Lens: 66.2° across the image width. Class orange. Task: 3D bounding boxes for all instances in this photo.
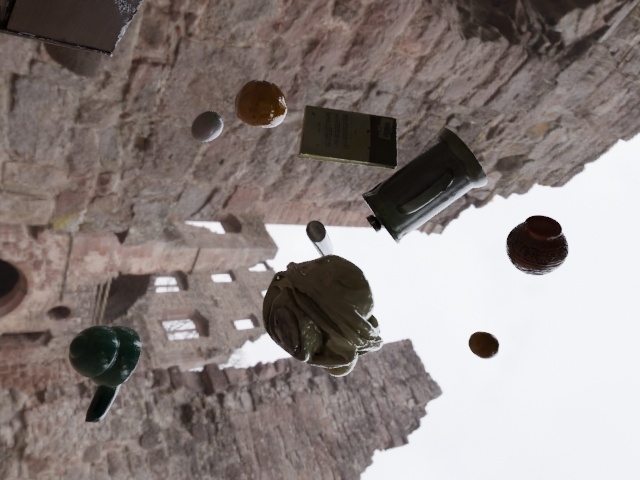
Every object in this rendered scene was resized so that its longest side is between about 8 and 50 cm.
[{"bbox_3d":[0.442,0.282,1.329,0.085,0.085,0.084,-1,-92,53],"label":"orange"},{"bbox_3d":[-0.176,-0.406,1.459,0.159,0.159,0.136,32,-57,48],"label":"orange"}]

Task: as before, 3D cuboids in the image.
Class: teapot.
[{"bbox_3d":[0.281,-0.137,1.389,0.337,0.270,0.200,-37,-81,8],"label":"teapot"}]

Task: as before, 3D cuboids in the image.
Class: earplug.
[{"bbox_3d":[-0.589,0.337,1.322,0.258,0.280,0.163,-33,-127,-2],"label":"earplug"}]

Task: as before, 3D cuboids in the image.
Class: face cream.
[{"bbox_3d":[0.000,0.000,1.899,0.269,0.073,0.107,64,2,-72],"label":"face cream"}]

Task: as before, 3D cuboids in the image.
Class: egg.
[{"bbox_3d":[-0.434,-0.436,1.883,0.135,0.103,0.103,-40,-131,0],"label":"egg"}]

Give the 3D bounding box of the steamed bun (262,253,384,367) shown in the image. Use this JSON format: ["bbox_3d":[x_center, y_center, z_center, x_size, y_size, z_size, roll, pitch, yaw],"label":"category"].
[{"bbox_3d":[-0.013,0.185,1.168,0.280,0.207,0.267,-9,-72,43],"label":"steamed bun"}]

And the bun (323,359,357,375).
[{"bbox_3d":[0.052,0.443,2.004,0.222,0.128,0.222,-23,-121,43],"label":"bun"}]

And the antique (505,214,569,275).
[{"bbox_3d":[0.363,0.013,0.827,0.104,0.104,0.103,-1,-92,53],"label":"antique"}]

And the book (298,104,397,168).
[{"bbox_3d":[0.087,-0.310,1.465,0.026,0.290,0.201,104,-7,-60],"label":"book"}]

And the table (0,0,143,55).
[{"bbox_3d":[-0.363,-0.407,0.698,0.193,0.173,0.169,-30,-106,39],"label":"table"}]
